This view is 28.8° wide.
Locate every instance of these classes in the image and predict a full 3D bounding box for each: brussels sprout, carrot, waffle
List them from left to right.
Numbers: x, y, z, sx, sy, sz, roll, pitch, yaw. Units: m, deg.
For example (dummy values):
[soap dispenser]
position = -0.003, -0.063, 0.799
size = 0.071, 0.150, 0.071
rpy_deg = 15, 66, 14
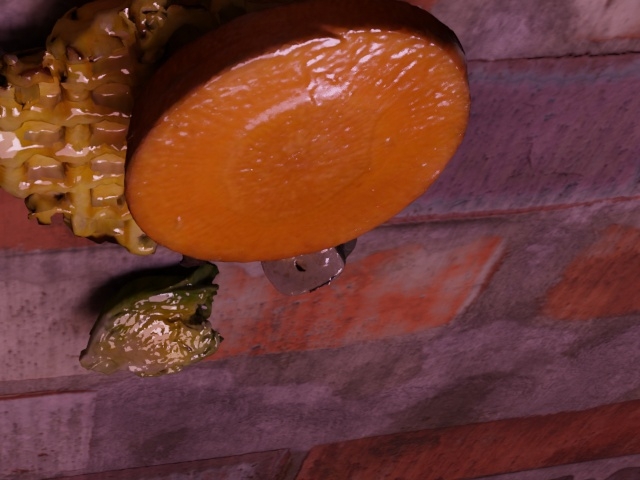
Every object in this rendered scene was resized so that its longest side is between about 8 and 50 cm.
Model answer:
[brussels sprout]
position = -0.199, 0.096, 1.479
size = 0.181, 0.100, 0.139
rpy_deg = -19, 141, 13
[waffle]
position = -0.129, -0.106, 1.155
size = 0.382, 0.095, 0.380
rpy_deg = -24, 149, 23
[carrot]
position = -0.018, -0.095, 1.039
size = 0.307, 0.100, 0.258
rpy_deg = -29, 143, 21

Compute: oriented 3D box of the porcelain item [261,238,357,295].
[porcelain item]
position = 0.000, 0.000, 1.342
size = 0.081, 0.069, 0.215
rpy_deg = -28, -175, 16
